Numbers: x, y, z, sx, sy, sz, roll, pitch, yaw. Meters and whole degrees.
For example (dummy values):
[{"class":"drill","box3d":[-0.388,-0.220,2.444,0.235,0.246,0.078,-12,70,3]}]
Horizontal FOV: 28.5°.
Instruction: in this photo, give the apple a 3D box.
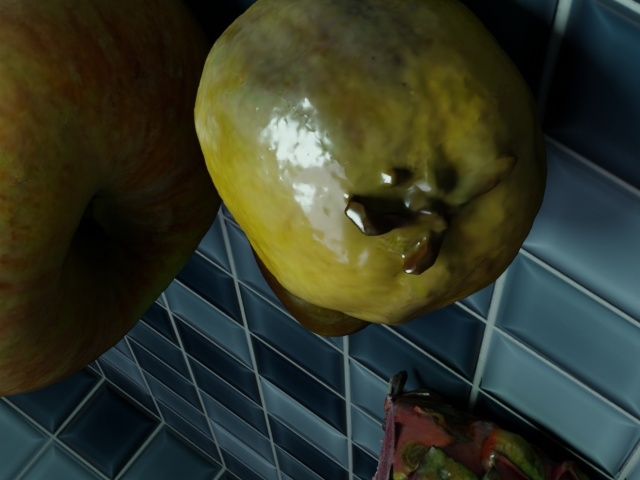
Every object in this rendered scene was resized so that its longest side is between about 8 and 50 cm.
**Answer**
[{"class":"apple","box3d":[-0.268,-0.078,0.994,0.333,0.400,0.400,34,160,25]}]

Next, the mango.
[{"class":"mango","box3d":[0.000,0.000,1.073,0.133,0.111,0.267,46,168,33]}]

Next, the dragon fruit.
[{"class":"dragon fruit","box3d":[0.170,0.323,1.281,0.262,0.314,0.296,11,-172,0]}]

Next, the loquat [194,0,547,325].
[{"class":"loquat","box3d":[0.031,-0.060,0.778,0.238,0.193,0.238,59,170,17]}]
